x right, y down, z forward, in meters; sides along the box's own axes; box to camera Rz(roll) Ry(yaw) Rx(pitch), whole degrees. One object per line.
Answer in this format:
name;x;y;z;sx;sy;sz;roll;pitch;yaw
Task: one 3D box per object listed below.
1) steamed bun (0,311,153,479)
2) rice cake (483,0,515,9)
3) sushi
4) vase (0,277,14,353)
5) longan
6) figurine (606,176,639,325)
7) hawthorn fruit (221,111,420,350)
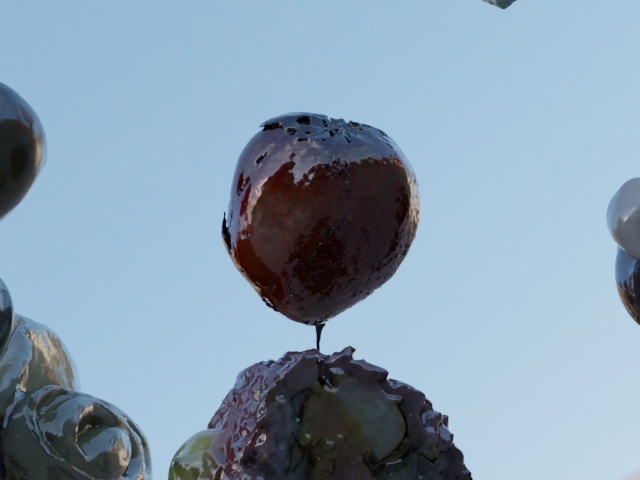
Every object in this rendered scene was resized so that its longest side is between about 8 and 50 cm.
steamed bun;-0.305;0.229;1.664;0.255;0.367;0.342;-30;-21;36
rice cake;0.187;-0.341;2.015;0.124;0.211;0.038;-39;-49;-3
sushi;-0.017;0.214;1.427;0.237;0.270;0.171;14;-3;-24
vase;-0.355;0.014;1.394;0.143;0.143;0.299;-26;-30;5
longan;-0.350;-0.077;1.640;0.187;0.167;0.167;-22;-24;15
figurine;0.369;0.099;1.683;0.218;0.206;0.365;-34;-38;-43
hawthorn fruit;0.000;0.000;1.599;0.181;0.181;0.235;-8;-70;-31
